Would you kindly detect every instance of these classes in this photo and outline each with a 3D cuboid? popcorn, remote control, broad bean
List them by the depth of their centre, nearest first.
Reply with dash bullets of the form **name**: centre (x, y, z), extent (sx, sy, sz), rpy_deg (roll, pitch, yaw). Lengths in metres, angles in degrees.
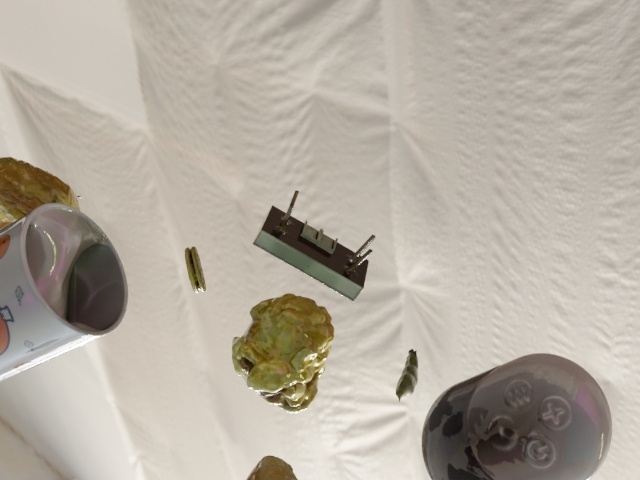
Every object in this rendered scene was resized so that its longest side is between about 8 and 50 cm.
- **remote control**: centre (0.308, 0.314, 1.344), extent (0.332, 0.103, 0.221), rpy_deg (-31, -120, 29)
- **popcorn**: centre (-0.058, 0.212, 1.524), extent (0.226, 0.200, 0.203), rpy_deg (-32, -117, 24)
- **broad bean**: centre (0.220, 0.343, 2.071), extent (0.043, 0.297, 0.060), rpy_deg (-9, -81, 14)

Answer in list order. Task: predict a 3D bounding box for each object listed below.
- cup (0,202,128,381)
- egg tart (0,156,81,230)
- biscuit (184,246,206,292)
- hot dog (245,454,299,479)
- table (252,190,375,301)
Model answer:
- **cup**: centre (-0.486, 0.103, 1.283), extent (0.317, 0.212, 0.212), rpy_deg (-26, -80, 23)
- **egg tart**: centre (-0.543, -0.071, 1.518), extent (0.318, 0.128, 0.319), rpy_deg (25, -16, 7)
- **biscuit**: centre (-0.219, 0.051, 1.452), extent (0.084, 0.023, 0.084), rpy_deg (167, -90, -86)
- **hot dog**: centre (-0.041, 0.372, 1.059), extent (0.242, 0.073, 0.084), rpy_deg (44, -67, 49)
- **table**: centre (0.000, 0.000, 1.701), extent (0.240, 0.122, 0.111), rpy_deg (29, -63, -7)
